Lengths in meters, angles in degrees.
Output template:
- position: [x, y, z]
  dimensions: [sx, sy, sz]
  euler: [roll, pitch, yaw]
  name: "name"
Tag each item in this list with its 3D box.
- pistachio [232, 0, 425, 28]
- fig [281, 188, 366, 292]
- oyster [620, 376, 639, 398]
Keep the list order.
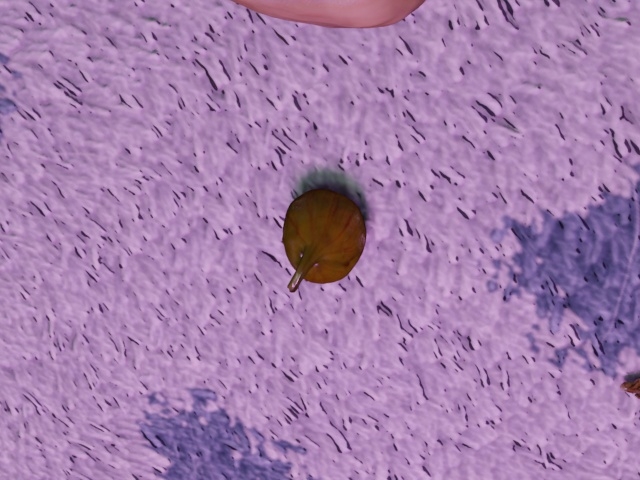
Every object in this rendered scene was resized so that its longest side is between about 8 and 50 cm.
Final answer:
- position: [-0.010, -0.242, 0.962]
  dimensions: [0.229, 0.157, 0.157]
  euler: [13, 120, 15]
  name: "pistachio"
- position: [0.000, 0.000, 1.108]
  dimensions: [0.082, 0.098, 0.084]
  euler: [39, 109, -5]
  name: "fig"
- position: [0.328, 0.145, 1.144]
  dimensions: [0.080, 0.038, 0.083]
  euler: [-1, 150, 44]
  name: "oyster"
